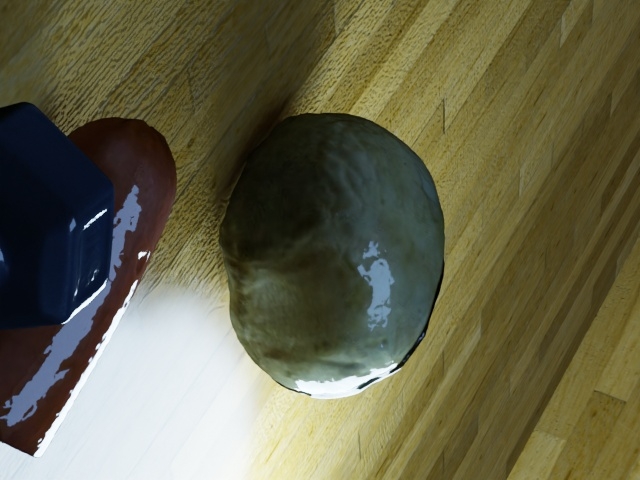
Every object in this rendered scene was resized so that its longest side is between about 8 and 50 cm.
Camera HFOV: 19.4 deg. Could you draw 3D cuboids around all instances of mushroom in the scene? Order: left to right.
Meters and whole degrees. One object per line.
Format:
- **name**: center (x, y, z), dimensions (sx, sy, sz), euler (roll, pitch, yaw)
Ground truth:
- **mushroom**: center (0.005, 0.005, 1.759), dimensions (0.164, 0.189, 0.267), euler (37, 76, -55)

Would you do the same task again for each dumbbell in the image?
- **dumbbell**: center (-0.263, 0.038, 1.149), dimensions (0.144, 0.160, 0.325), euler (-44, 179, 38)

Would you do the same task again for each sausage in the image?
- **sausage**: center (-0.190, 0.027, 1.384), dimensions (0.259, 0.113, 0.113), euler (-64, 160, -12)
